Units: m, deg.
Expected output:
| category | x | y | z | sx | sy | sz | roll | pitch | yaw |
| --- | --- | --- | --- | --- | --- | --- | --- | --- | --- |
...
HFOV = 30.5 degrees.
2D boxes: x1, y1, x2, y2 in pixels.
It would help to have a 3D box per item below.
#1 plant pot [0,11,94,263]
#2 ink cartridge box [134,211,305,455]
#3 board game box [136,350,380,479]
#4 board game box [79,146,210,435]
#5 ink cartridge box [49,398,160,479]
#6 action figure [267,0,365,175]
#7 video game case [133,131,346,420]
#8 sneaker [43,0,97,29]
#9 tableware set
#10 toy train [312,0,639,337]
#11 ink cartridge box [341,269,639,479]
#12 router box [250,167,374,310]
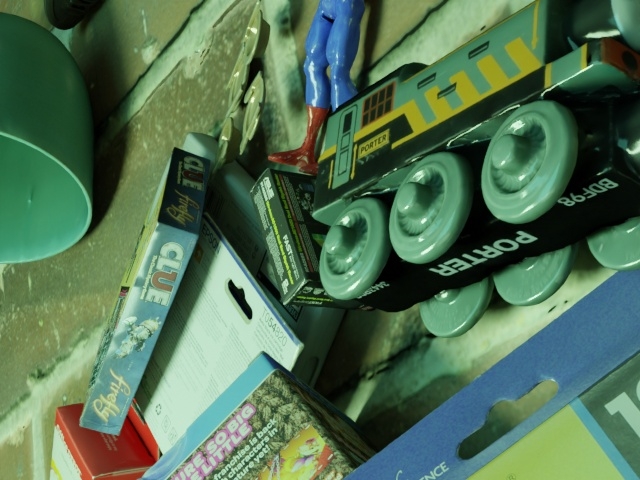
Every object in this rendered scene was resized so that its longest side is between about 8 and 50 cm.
| category | x | y | z | sx | sy | sz | roll | pitch | yaw |
| --- | --- | --- | --- | --- | --- | --- | --- | --- | --- |
| plant pot | -0.421 | -0.146 | 1.491 | 0.293 | 0.293 | 0.235 | -40 | 38 | 45 |
| ink cartridge box | -0.087 | 0.123 | 1.082 | 0.223 | 0.045 | 0.224 | 51 | 125 | 47 |
| board game box | -0.022 | 0.269 | 0.857 | 0.232 | 0.141 | 0.291 | -45 | 41 | 2 |
| board game box | -0.173 | 0.050 | 1.163 | 0.165 | 0.042 | 0.243 | -92 | 24 | -61 |
| ink cartridge box | -0.240 | 0.269 | 1.282 | 0.134 | 0.078 | 0.231 | 42 | 129 | 50 |
| action figure | -0.012 | -0.203 | 1.022 | 0.091 | 0.139 | 0.280 | 25 | 102 | 53 |
| video game case | -0.104 | 0.090 | 1.186 | 0.329 | 0.036 | 0.300 | 45 | 121 | 48 |
| sneaker | -0.312 | -0.343 | 1.542 | 0.188 | 0.066 | 0.071 | -57 | 43 | 34 |
| tableware set | -0.078 | -0.145 | 1.156 | 0.141 | 0.020 | 0.168 | 126 | 153 | -54 |
| toy train | 0.115 | -0.057 | 0.806 | 0.334 | 0.142 | 0.190 | -28 | 49 | 50 |
| ink cartridge box | 0.150 | 0.170 | 0.646 | 0.304 | 0.072 | 0.307 | -39 | 48 | 6 |
| router box | 0.000 | 0.000 | 0.998 | 0.038 | 0.092 | 0.122 | -50 | 45 | 38 |
